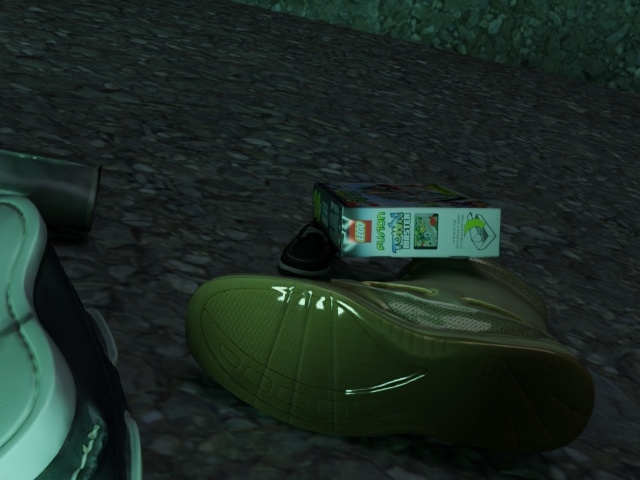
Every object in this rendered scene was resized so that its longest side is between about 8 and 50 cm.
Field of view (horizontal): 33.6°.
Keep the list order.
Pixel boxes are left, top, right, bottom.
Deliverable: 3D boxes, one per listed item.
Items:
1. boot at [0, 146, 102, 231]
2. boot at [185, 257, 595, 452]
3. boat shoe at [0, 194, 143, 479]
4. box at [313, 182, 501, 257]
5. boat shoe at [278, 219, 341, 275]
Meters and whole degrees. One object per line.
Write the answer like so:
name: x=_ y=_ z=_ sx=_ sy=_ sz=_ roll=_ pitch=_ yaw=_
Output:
boot: x=-0.280 y=-0.041 z=0.819 sx=0.208 sy=0.076 sz=0.190 roll=19 pitch=21 yaw=-9
boot: x=0.047 y=0.056 z=0.748 sx=0.262 sy=0.095 sz=0.203 roll=9 pitch=16 yaw=1
boat shoe: x=-0.168 y=0.068 z=0.568 sx=0.114 sy=0.091 sz=0.302 roll=-32 pitch=30 yaw=-1
box: x=0.060 y=-0.019 z=0.830 sx=0.114 sy=0.036 sz=0.207 roll=0 pitch=8 yaw=-7
boat shoe: x=0.000 y=0.000 z=0.941 sx=0.046 sy=0.038 sz=0.125 roll=22 pitch=21 yaw=19
